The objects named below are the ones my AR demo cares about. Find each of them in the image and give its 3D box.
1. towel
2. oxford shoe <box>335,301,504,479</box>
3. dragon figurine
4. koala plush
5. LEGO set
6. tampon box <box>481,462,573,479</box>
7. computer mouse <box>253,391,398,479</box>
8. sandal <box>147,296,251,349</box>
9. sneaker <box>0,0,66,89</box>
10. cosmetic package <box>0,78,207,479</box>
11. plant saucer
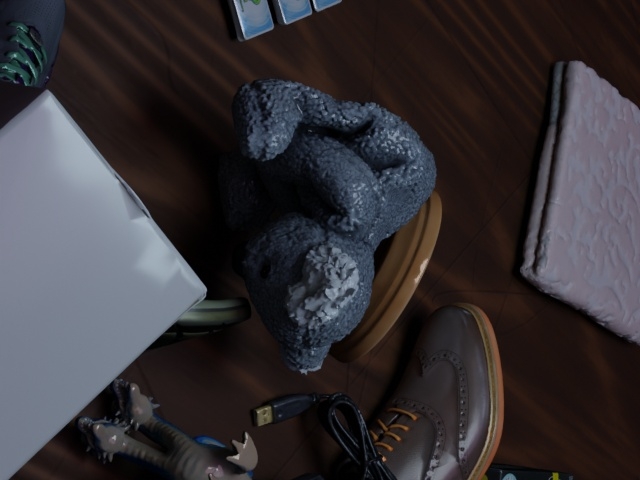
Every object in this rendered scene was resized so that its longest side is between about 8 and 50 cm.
[{"bbox_3d":[0.392,-0.046,1.767,0.332,0.053,0.316,26,69,-45],"label":"towel"},{"bbox_3d":[0.100,0.229,1.389,0.133,0.130,0.363,28,69,-38],"label":"oxford shoe"},{"bbox_3d":[-0.091,0.227,1.155,0.289,0.144,0.085,46,67,-31],"label":"dragon figurine"},{"bbox_3d":[0.000,0.000,1.159,0.203,0.196,0.221,10,64,-6],"label":"koala plush"},{"bbox_3d":[-0.043,-0.342,1.286,0.182,0.060,0.244,-31,112,-48],"label":"LEGO set"},{"bbox_3d":[0.214,0.329,1.528,0.161,0.101,0.120,13,80,-47],"label":"tampon box"},{"bbox_3d":[-0.034,0.249,1.254,0.262,0.060,0.184,-21,78,-29],"label":"computer mouse"},{"bbox_3d":[-0.175,0.038,1.096,0.303,0.120,0.086,14,65,-47],"label":"sandal"},{"bbox_3d":[-0.246,-0.122,1.024,0.083,0.098,0.223,44,59,-38],"label":"sneaker"},{"bbox_3d":[-0.284,0.077,0.860,0.365,0.155,0.197,-43,119,-19],"label":"cosmetic package"},{"bbox_3d":[0.053,0.028,1.301,0.037,0.200,0.200,28,66,-15],"label":"plant saucer"}]
